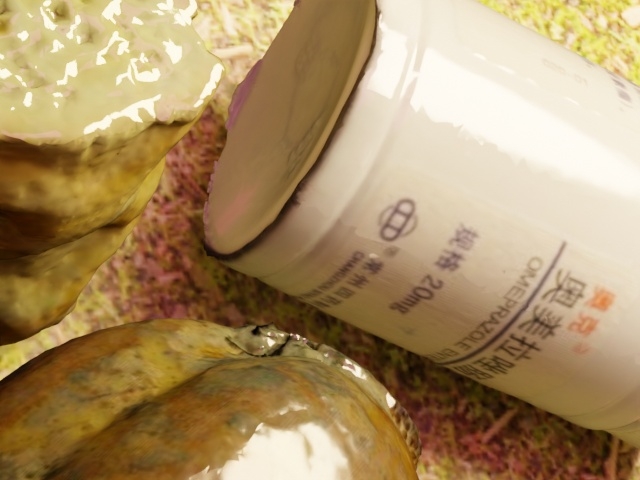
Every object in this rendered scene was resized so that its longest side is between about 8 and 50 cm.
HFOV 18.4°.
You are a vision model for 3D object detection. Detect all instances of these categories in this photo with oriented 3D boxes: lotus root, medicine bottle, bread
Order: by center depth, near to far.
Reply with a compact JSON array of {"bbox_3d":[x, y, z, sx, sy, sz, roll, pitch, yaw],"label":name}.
[{"bbox_3d":[-0.094,0.177,0.884,0.250,0.250,0.346,46,54,-1],"label":"lotus root"},{"bbox_3d":[-0.179,-0.074,0.952,0.196,0.252,0.238,-37,89,-35],"label":"bread"},{"bbox_3d":[0.121,-0.010,1.107,0.332,0.190,0.190,25,57,-20],"label":"medicine bottle"}]

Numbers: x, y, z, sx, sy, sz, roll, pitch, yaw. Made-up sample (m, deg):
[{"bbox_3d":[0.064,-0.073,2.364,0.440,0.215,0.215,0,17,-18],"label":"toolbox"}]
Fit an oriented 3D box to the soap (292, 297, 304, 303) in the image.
[{"bbox_3d":[0.000,0.000,1.157,0.034,0.012,0.089,34,55,-11],"label":"soap"}]
